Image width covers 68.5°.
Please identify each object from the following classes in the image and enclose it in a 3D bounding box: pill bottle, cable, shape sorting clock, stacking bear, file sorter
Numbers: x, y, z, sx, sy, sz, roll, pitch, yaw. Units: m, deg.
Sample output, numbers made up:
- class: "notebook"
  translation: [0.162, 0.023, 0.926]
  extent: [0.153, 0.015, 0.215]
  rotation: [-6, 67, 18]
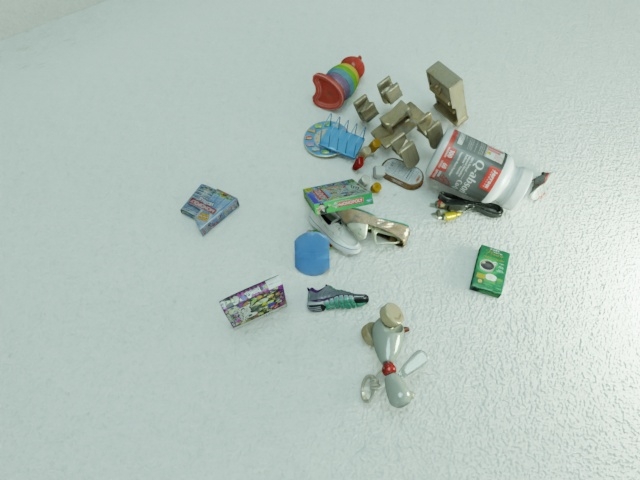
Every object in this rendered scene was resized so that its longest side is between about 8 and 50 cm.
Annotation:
- class: "pill bottle"
  translation: [0.616, -0.273, 1.837]
  extent: [0.363, 0.210, 0.210]
  rotation: [26, 65, 6]
- class: "cable"
  translation: [0.580, -0.131, 1.891]
  extent: [0.288, 0.072, 0.139]
  rotation: [3, 43, -11]
- class: "shape sorting clock"
  translation: [0.026, -0.451, 2.070]
  extent: [0.206, 0.040, 0.206]
  rotation: [0, 61, 1]
- class: "stacking bear"
  translation: [0.105, -0.750, 2.174]
  extent: [0.164, 0.175, 0.289]
  rotation: [26, 57, 17]
- class: "file sorter"
  translation: [0.094, -0.446, 1.989]
  extent: [0.170, 0.104, 0.118]
  rotation: [23, 65, 8]

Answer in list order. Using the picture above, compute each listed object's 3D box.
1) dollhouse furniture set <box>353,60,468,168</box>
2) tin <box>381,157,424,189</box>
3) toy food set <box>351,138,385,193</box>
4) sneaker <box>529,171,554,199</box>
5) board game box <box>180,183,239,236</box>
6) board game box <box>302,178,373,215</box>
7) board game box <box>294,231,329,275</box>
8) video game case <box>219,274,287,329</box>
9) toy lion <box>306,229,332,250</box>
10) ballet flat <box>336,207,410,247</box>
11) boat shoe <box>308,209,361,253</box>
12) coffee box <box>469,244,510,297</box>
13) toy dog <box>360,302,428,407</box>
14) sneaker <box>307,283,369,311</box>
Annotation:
- class: "dollhouse furniture set"
  translation: [0.416, -0.531, 2.030]
  extent: [0.394, 0.256, 0.362]
  rotation: [-38, 58, 3]
- class: "tin"
  translation: [0.342, -0.280, 1.973]
  extent: [0.190, 0.040, 0.106]
  rotation: [28, 70, 15]
- class: "toy food set"
  translation: [0.197, -0.302, 1.973]
  extent: [0.111, 0.104, 0.232]
  rotation: [0, 79, -14]
- class: "sneaker"
  translation: [0.894, -0.225, 1.930]
  extent: [0.158, 0.061, 0.065]
  rotation: [-42, 41, -20]
- class: "board game box"
  translation: [-0.463, -0.123, 1.890]
  extent: [0.194, 0.060, 0.194]
  rotation: [25, 64, 14]
- class: "board game box"
  translation: [0.058, -0.171, 1.796]
  extent: [0.214, 0.046, 0.317]
  rotation: [-12, 18, -6]
- class: "board game box"
  translation: [-0.030, 0.049, 1.781]
  extent: [0.133, 0.033, 0.168]
  rotation: [-1, 93, 9]
- class: "video game case"
  translation: [-0.221, 0.216, 1.602]
  extent: [0.210, 0.232, 0.041]
  rotation: [-24, 66, -12]
- class: "toy lion"
  translation: [0.000, 0.000, 1.831]
  extent: [0.096, 0.034, 0.100]
  rotation: [-10, 61, -12]
- class: "ballet flat"
  translation: [0.195, -0.045, 1.772]
  extent: [0.316, 0.107, 0.106]
  rotation: [15, 75, -12]
- class: "boat shoe"
  translation: [0.056, -0.047, 1.810]
  extent: [0.258, 0.084, 0.095]
  rotation: [37, 45, 19]
- class: "coffee box"
  translation: [0.631, 0.113, 1.747]
  extent: [0.113, 0.040, 0.184]
  rotation: [17, 63, 10]
- class: "toy dog"
  translation: [0.253, 0.378, 1.547]
  extent: [0.161, 0.220, 0.333]
  rotation: [14, 66, -27]
- class: "sneaker"
  translation: [0.060, 0.193, 1.695]
  extent: [0.224, 0.083, 0.098]
  rotation: [-5, 56, -1]
